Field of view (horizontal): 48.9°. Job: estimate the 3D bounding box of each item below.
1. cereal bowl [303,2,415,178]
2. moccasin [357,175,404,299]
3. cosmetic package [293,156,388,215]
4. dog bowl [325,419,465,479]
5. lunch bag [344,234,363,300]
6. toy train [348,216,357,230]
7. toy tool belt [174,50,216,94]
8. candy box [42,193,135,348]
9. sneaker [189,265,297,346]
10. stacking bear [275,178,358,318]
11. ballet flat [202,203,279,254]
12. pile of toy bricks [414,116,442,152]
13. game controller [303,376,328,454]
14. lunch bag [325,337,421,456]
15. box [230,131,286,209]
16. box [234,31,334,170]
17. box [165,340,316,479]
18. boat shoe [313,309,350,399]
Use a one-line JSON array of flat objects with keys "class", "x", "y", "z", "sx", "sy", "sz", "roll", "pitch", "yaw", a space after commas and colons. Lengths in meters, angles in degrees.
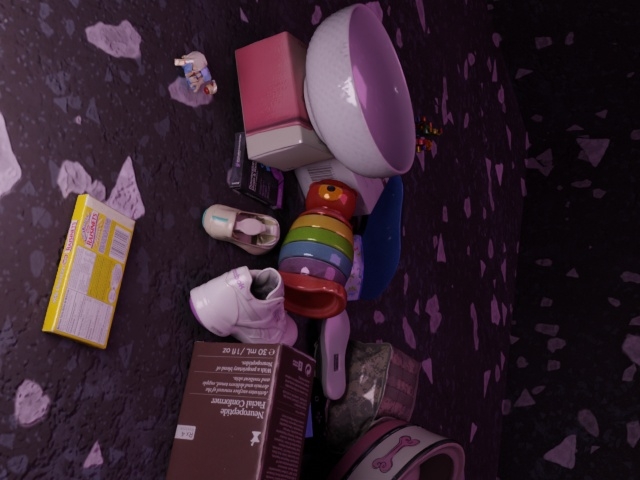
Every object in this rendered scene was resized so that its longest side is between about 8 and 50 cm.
[{"class": "cereal bowl", "x": 0.064, "y": -0.278, "z": 1.383, "sx": 0.339, "sy": 0.141, "sz": 0.338, "roll": 42, "pitch": 42, "yaw": -53}, {"class": "moccasin", "x": 0.162, "y": -0.016, "z": 1.820, "sx": 0.117, "sy": 0.138, "sz": 0.341, "roll": -52, "pitch": 158, "yaw": -83}, {"class": "cosmetic package", "x": 0.079, "y": -0.244, "z": 1.703, "sx": 0.385, "sy": 0.156, "sz": 0.217, "roll": -60, "pitch": 136, "yaw": -45}, {"class": "dog bowl", "x": 0.147, "y": 0.590, "z": 1.609, "sx": 0.408, "sy": 0.150, "sz": 0.407, "roll": -28, "pitch": 133, "yaw": -34}, {"class": "lunch bag", "x": 0.027, "y": 0.064, "z": 1.595, "sx": 0.129, "sy": 0.096, "sz": 0.151, "roll": 0, "pitch": 78, "yaw": -31}, {"class": "toy train", "x": 0.078, "y": -0.045, "z": 1.807, "sx": 0.027, "sy": 0.036, "sz": 0.158, "roll": 43, "pitch": 51, "yaw": -53}, {"class": "toy tool belt", "x": -0.225, "y": -0.292, "z": 1.257, "sx": 0.051, "sy": 0.052, "sz": 0.083, "roll": -32, "pitch": 117, "yaw": -24}, {"class": "candy box", "x": -0.334, "y": 0.047, "z": 1.030, "sx": 0.105, "sy": 0.027, "sz": 0.205, "roll": 37, "pitch": 55, "yaw": -53}, {"class": "sneaker", "x": -0.103, "y": 0.134, "z": 1.314, "sx": 0.305, "sy": 0.152, "sz": 0.114, "roll": 36, "pitch": 23, "yaw": -57}, {"class": "stacking bear", "x": 0.000, "y": 0.000, "z": 1.458, "sx": 0.164, "sy": 0.176, "sz": 0.288, "roll": 81, "pitch": 21, "yaw": -60}, {"class": "ballet flat", "x": -0.128, "y": -0.018, "z": 1.368, "sx": 0.248, "sy": 0.086, "sz": 0.086, "roll": 12, "pitch": 77, "yaw": -62}, {"class": "pile of toy bricks", "x": 0.335, "y": -0.341, "z": 2.247, "sx": 0.212, "sy": 0.105, "sz": 0.118, "roll": -4, "pitch": 91, "yaw": -62}, {"class": "game controller", "x": -0.072, "y": 0.359, "z": 1.455, "sx": 0.319, "sy": 0.067, "sz": 0.166, "roll": 23, "pitch": 67, "yaw": -60}, {"class": "lunch bag", "x": 0.127, "y": 0.406, "z": 1.728, "sx": 0.235, "sy": 0.169, "sz": 0.286, "roll": 39, "pitch": 60, "yaw": -55}, {"class": "box", "x": -0.124, "y": -0.139, "z": 1.443, "sx": 0.162, "sy": 0.029, "sz": 0.116, "roll": 25, "pitch": 65, "yaw": -57}, {"class": "box", "x": -0.071, "y": -0.273, "z": 1.417, "sx": 0.149, "sy": 0.127, "sz": 0.232, "roll": 10, "pitch": 69, "yaw": -63}, {"class": "box", "x": -0.143, "y": 0.369, "z": 1.192, "sx": 0.143, "sy": 0.191, "sz": 0.381, "roll": 39, "pitch": 53, "yaw": -54}, {"class": "boat shoe", "x": 0.015, "y": 0.254, "z": 1.629, "sx": 0.078, "sy": 0.070, "sz": 0.219, "roll": 6, "pitch": 87, "yaw": -40}]
